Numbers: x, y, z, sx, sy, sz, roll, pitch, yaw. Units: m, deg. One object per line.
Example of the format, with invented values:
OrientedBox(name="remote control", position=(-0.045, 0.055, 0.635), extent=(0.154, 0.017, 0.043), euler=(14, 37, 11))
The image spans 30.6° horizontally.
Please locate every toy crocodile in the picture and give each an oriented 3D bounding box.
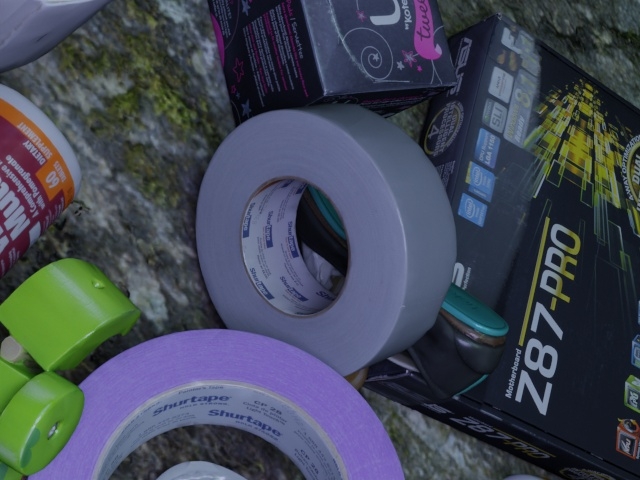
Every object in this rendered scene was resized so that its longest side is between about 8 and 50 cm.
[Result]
OrientedBox(name="toy crocodile", position=(-0.242, 0.161, 0.769), extent=(0.115, 0.105, 0.341), euler=(29, 86, 17))

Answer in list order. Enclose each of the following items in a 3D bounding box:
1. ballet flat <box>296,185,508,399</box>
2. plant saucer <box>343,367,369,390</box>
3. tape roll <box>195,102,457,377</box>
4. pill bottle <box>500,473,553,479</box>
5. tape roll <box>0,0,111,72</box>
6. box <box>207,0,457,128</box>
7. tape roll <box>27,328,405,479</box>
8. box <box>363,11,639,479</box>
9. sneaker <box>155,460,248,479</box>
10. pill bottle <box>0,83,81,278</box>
OrientedBox(name="ballet flat", position=(0.042, 0.032, 1.020), extent=(0.095, 0.096, 0.280), euler=(5, 34, -47))
OrientedBox(name="plant saucer", position=(0.009, 0.103, 1.050), extent=(0.083, 0.015, 0.083), euler=(6, 72, -20))
OrientedBox(name="tape roll", position=(0.000, 0.000, 0.948), extent=(0.072, 0.219, 0.219), euler=(-16, 88, -50))
OrientedBox(name="pill bottle", position=(0.226, 0.290, 1.112), extent=(0.215, 0.117, 0.117), euler=(20, 68, -31))
OrientedBox(name="tape roll", position=(-0.247, -0.265, 0.870), extent=(0.246, 0.169, 0.246), euler=(10, 73, -34))
OrientedBox(name="box", position=(0.000, -0.233, 1.056), extent=(0.163, 0.142, 0.247), euler=(-10, 86, -36))
OrientedBox(name="tape roll", position=(-0.077, 0.207, 0.860), extent=(0.274, 0.090, 0.275), euler=(5, 62, -9))
OrientedBox(name="box", position=(0.227, 0.016, 1.190), extent=(0.318, 0.097, 0.395), euler=(27, 66, -25))
OrientedBox(name="sneaker", position=(-0.029, 0.321, 0.930), extent=(0.126, 0.127, 0.321), euler=(-38, 77, -27))
OrientedBox(name="pill bottle", position=(-0.278, -0.002, 0.815), extent=(0.121, 0.121, 0.221), euler=(47, 57, -17))
